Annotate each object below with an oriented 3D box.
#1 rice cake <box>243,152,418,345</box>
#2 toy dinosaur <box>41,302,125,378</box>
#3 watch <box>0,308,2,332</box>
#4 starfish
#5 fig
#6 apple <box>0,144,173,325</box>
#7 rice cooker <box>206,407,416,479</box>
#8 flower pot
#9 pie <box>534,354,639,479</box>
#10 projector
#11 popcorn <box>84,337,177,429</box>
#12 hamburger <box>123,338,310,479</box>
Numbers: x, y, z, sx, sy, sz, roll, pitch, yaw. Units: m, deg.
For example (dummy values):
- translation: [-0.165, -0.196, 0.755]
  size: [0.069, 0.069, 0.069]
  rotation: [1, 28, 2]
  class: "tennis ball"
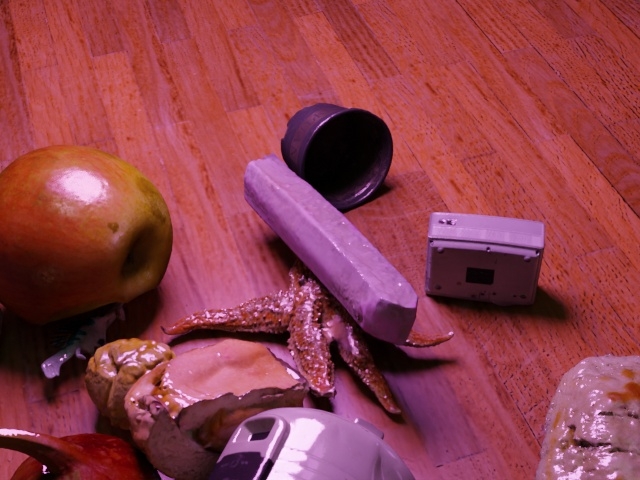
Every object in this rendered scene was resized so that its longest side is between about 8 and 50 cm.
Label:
- translation: [0.000, 0.000, 1.253]
  size: [0.064, 0.070, 0.399]
  rotation: [-8, 33, -28]
  class: "rice cake"
- translation: [-0.302, 0.117, 1.277]
  size: [0.106, 0.044, 0.187]
  rotation: [-14, 36, 3]
  class: "toy dinosaur"
- translation: [-0.539, 0.138, 1.205]
  size: [0.241, 0.161, 0.253]
  rotation: [-15, 41, 5]
  class: "watch"
- translation: [-0.001, 0.110, 1.233]
  size: [0.302, 0.084, 0.293]
  rotation: [-25, 46, -28]
  class: "starfish"
- translation: [-0.246, 0.260, 1.001]
  size: [0.175, 0.207, 0.175]
  rotation: [-2, 36, 1]
  class: "fig"
- translation: [-0.313, 0.001, 1.276]
  size: [0.226, 0.246, 0.246]
  rotation: [15, 47, 17]
  class: "apple"
- translation: [-0.030, 0.297, 0.945]
  size: [0.226, 0.226, 0.244]
  rotation: [14, 49, 17]
  class: "rice cooker"
- translation: [0.013, -0.134, 1.450]
  size: [0.157, 0.157, 0.107]
  rotation: [-26, 36, -22]
  class: "flower pot"
- translation: [0.349, 0.230, 1.086]
  size: [0.201, 0.090, 0.248]
  rotation: [13, 50, 12]
  class: "pie"
- translation: [0.212, 0.028, 1.285]
  size: [0.147, 0.115, 0.061]
  rotation: [6, 47, 9]
  class: "projector"
- translation: [-0.220, 0.170, 1.174]
  size: [0.121, 0.116, 0.106]
  rotation: [-4, 87, 3]
  class: "popcorn"
- translation: [-0.136, 0.192, 1.081]
  size: [0.155, 0.135, 0.208]
  rotation: [28, 24, 38]
  class: "hamburger"
